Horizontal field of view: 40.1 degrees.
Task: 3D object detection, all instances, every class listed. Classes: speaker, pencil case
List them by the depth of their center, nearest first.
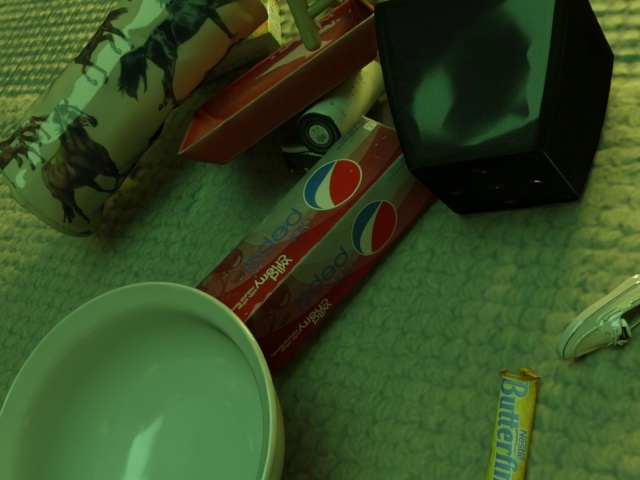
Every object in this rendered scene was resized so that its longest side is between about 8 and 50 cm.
[{"bbox_3d":[0.027,-0.153,0.985,0.055,0.055,0.136,-2,35,32],"label":"speaker"},{"bbox_3d":[-0.235,-0.202,1.111,0.410,0.160,0.183,-51,9,-1],"label":"pencil case"}]

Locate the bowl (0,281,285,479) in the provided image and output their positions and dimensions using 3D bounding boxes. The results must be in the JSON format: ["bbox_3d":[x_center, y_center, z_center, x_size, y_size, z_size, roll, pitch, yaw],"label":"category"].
[{"bbox_3d":[-0.146,0.198,0.807,0.297,0.134,0.298,-10,64,22],"label":"bowl"}]

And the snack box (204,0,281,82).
[{"bbox_3d":[-0.124,-0.283,1.218,0.141,0.037,0.100,-21,52,20],"label":"snack box"}]

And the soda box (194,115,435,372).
[{"bbox_3d":[0.000,0.000,0.895,0.263,0.083,0.092,-47,44,-10],"label":"soda box"}]

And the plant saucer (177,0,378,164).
[{"bbox_3d":[-0.041,-0.186,1.028,0.258,0.048,0.259,-34,18,8],"label":"plant saucer"}]

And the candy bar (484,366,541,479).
[{"bbox_3d":[0.155,0.181,0.729,0.040,0.018,0.162,-1,60,32],"label":"candy bar"}]

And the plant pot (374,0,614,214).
[{"bbox_3d":[0.168,-0.126,0.835,0.187,0.188,0.167,-6,70,29],"label":"plant pot"}]

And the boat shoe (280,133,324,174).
[{"bbox_3d":[0.021,-0.101,0.997,0.133,0.042,0.049,-3,32,19],"label":"boat shoe"}]

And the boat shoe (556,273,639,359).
[{"bbox_3d":[0.245,0.071,0.736,0.100,0.035,0.035,-36,44,-3],"label":"boat shoe"}]

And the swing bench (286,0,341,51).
[{"bbox_3d":[-0.014,-0.375,0.942,0.165,0.255,0.253,-34,18,22],"label":"swing bench"}]
